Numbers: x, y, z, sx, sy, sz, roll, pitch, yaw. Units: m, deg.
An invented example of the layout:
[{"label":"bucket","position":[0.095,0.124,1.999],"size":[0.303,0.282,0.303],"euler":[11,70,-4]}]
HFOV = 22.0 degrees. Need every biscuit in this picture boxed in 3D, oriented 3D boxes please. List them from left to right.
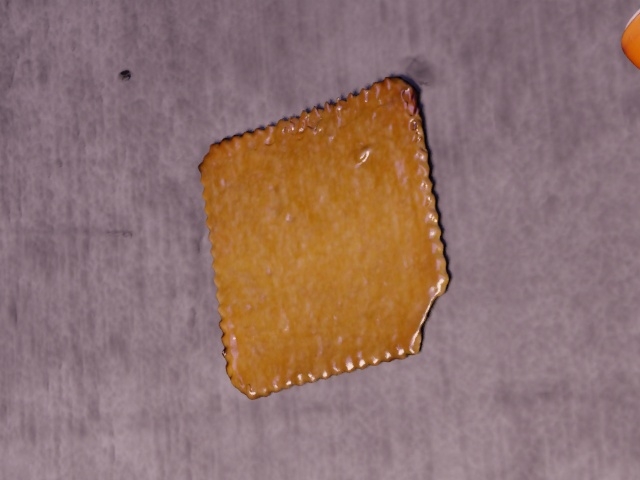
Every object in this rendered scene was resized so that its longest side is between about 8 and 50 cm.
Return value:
[{"label":"biscuit","position":[0.000,0.000,1.396],"size":[0.232,0.013,0.236],"euler":[-18,74,30]}]

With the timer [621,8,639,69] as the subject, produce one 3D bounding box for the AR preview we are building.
[{"label":"timer","position":[0.341,-0.156,1.055],"size":[0.250,0.257,0.161],"euler":[-26,76,25]}]
